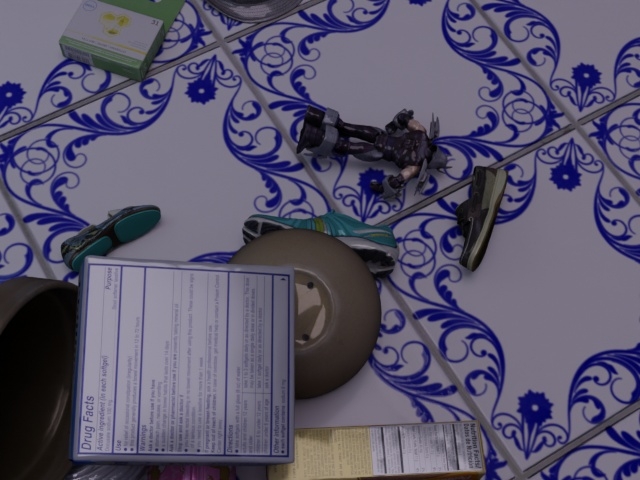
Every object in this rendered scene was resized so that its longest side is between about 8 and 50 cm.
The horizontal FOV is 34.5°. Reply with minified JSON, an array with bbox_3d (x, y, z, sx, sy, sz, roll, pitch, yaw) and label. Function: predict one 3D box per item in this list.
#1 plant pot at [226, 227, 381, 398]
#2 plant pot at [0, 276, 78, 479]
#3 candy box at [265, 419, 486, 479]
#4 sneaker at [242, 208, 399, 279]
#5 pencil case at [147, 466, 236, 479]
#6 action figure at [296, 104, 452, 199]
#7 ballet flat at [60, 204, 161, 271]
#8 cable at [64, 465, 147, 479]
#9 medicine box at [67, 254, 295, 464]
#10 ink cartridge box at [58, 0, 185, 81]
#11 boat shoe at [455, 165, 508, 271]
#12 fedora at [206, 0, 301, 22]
[{"bbox_3d":[-0.039,0.112,1.618,0.284,0.191,0.284,0,84,-1],"label":"plant pot"},{"bbox_3d":[-0.508,0.196,1.456,0.280,0.323,0.323,8,61,17],"label":"plant pot"},{"bbox_3d":[0.075,0.343,1.560,0.317,0.183,0.087,-2,64,-5],"label":"candy box"},{"bbox_3d":[0.000,0.000,1.799,0.275,0.107,0.110,10,43,-3],"label":"sneaker"},{"bbox_3d":[-0.189,0.365,1.514,0.160,0.167,0.386,-12,69,33],"label":"pencil case"},{"bbox_3d":[0.104,-0.174,1.885,0.285,0.099,0.185,15,56,0],"label":"action figure"},{"bbox_3d":[-0.369,-0.019,1.792,0.188,0.070,0.070,-32,69,-22],"label":"ballet flat"},{"bbox_3d":[-0.385,0.302,1.609,0.257,0.089,0.257,-34,70,-20],"label":"cable"},{"bbox_3d":[-0.186,0.170,1.395,0.289,0.149,0.263,3,75,-13],"label":"medicine box"},{"bbox_3d":[-0.380,-0.434,2.011,0.171,0.056,0.235,19,65,7],"label":"ink cartridge box"},{"bbox_3d":[0.276,-0.043,1.837,0.073,0.080,0.223,17,57,11],"label":"boat shoe"},{"bbox_3d":[-0.149,-0.582,2.061,0.244,0.124,0.275,-25,67,-15],"label":"fedora"}]
